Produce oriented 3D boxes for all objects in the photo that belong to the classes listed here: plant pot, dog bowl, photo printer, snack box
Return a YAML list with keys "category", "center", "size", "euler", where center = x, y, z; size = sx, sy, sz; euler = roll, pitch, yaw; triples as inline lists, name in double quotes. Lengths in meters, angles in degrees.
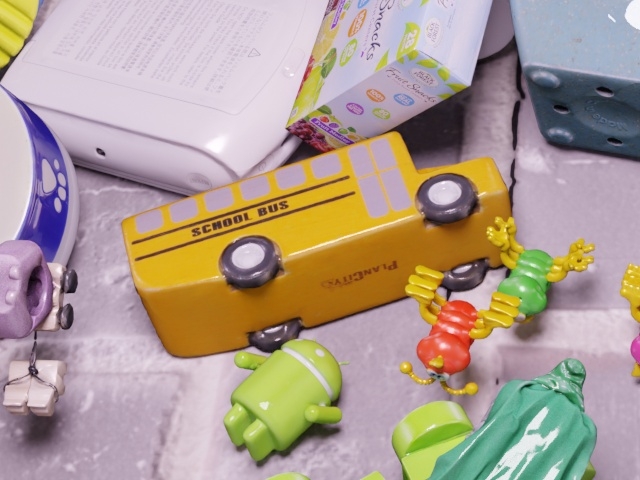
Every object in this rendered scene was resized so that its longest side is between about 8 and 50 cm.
- category: "plant pot"
  center: [0.296, -0.216, 1.319]
  size: [0.248, 0.247, 0.252]
  euler: [12, 70, 22]
- category: "dog bowl"
  center: [-0.368, -0.033, 1.350]
  size: [0.265, 0.104, 0.265]
  euler: [-4, 72, 12]
- category: "photo printer"
  center: [-0.138, -0.171, 1.459]
  size: [0.307, 0.107, 0.256]
  euler: [15, 57, 23]
- category: "snack box"
  center: [0.068, -0.189, 1.317]
  size: [0.207, 0.070, 0.174]
  euler: [-25, 41, 51]

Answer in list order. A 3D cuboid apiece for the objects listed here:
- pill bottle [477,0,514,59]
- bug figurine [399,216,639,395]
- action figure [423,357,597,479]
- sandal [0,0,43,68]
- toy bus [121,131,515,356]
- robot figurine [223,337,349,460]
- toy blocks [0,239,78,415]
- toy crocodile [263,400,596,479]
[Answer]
- category: "pill bottle"
  center: [0.145, -0.300, 1.481]
  size: [0.131, 0.131, 0.229]
  euler: [-6, 51, 9]
- category: "bug figurine"
  center: [0.209, 0.081, 1.156]
  size: [0.279, 0.072, 0.216]
  euler: [20, 35, 14]
- category: "action figure"
  center: [0.125, 0.181, 1.024]
  size: [0.137, 0.063, 0.232]
  euler: [35, 78, 5]
- category: "sandal"
  center: [-0.411, -0.211, 1.501]
  size: [0.317, 0.126, 0.138]
  euler: [-30, 30, 25]
- category: "toy bus"
  center: [0.000, 0.000, 1.290]
  size: [0.333, 0.108, 0.130]
  euler: [-18, 47, -1]
- category: "robot figurine"
  center: [-0.029, 0.131, 1.217]
  size: [0.101, 0.067, 0.115]
  euler: [32, 65, 35]
- category: "toy blocks"
  center: [-0.389, 0.125, 1.121]
  size: [0.309, 0.260, 0.288]
  euler: [2, 80, 10]
- category: "toy crocodile"
  center: [0.050, 0.223, 1.113]
  size: [0.340, 0.105, 0.115]
  euler: [-23, 50, -11]
